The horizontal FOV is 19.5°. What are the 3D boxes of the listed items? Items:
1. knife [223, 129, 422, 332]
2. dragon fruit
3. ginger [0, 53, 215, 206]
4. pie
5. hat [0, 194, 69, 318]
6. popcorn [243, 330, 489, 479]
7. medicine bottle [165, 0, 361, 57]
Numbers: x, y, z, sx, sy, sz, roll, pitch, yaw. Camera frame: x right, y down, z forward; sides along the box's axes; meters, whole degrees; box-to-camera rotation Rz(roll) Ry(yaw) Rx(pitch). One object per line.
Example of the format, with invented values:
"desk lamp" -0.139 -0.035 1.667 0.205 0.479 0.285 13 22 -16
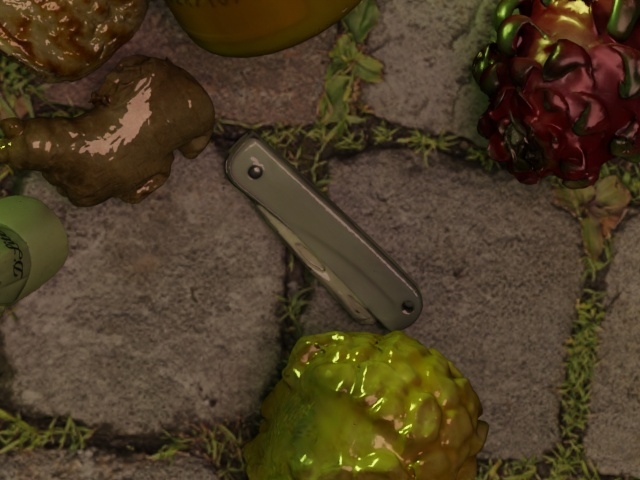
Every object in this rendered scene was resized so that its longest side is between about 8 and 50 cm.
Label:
"knife" 0.002 -0.003 1.923 0.073 0.040 0.265 -44 104 0
"dragon fruit" 0.262 -0.189 1.915 0.198 0.218 0.272 -1 89 -53
"ginger" -0.209 -0.095 1.838 0.213 0.074 0.137 -29 109 -19
"pie" -0.266 -0.256 1.807 0.205 0.084 0.179 34 85 -17
"hat" -0.319 0.033 1.819 0.166 0.081 0.122 -29 103 -23
"popcorn" 0.036 0.198 1.853 0.190 0.250 0.250 27 85 -46
"medicine bottle" -0.107 -0.375 1.711 0.224 0.224 0.384 -39 128 -11
